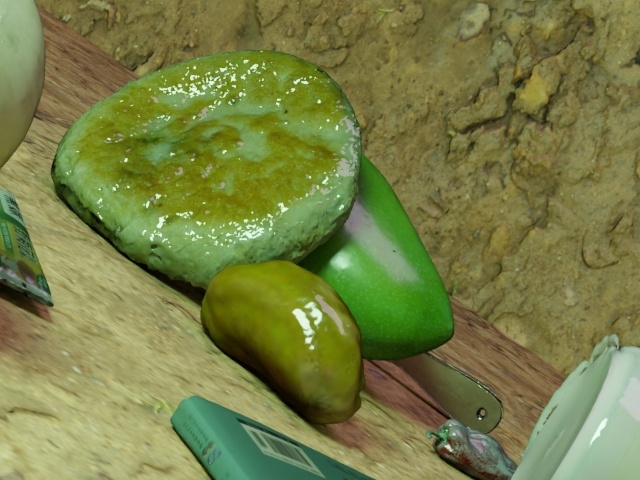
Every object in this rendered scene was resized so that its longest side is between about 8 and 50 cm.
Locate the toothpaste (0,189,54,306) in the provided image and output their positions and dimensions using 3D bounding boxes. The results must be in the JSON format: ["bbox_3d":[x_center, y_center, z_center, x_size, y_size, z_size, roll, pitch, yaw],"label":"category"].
[{"bbox_3d":[-0.235,0.001,1.135,0.049,0.031,0.204,31,9,-26],"label":"toothpaste"}]

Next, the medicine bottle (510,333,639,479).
[{"bbox_3d":[0.327,0.262,1.172,0.379,0.213,0.213,34,6,3],"label":"medicine bottle"}]

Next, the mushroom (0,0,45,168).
[{"bbox_3d":[-0.291,-0.101,0.899,0.246,0.202,0.246,11,43,-10],"label":"mushroom"}]

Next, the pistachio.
[{"bbox_3d":[-0.023,0.077,1.307,0.100,0.110,0.189,-15,40,-38],"label":"pistachio"}]

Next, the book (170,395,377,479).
[{"bbox_3d":[0.076,0.232,0.923,0.264,0.031,0.379,29,7,-32],"label":"book"}]

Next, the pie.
[{"bbox_3d":[-0.103,-0.082,1.516,0.323,0.323,0.070,37,-27,34],"label":"pie"}]

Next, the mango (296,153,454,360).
[{"bbox_3d":[0.000,0.000,1.607,0.382,0.201,0.225,42,6,36],"label":"mango"}]

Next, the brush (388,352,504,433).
[{"bbox_3d":[0.079,0.119,1.776,0.327,0.070,0.065,37,-4,18],"label":"brush"}]

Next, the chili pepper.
[{"bbox_3d":[0.162,0.217,1.498,0.153,0.041,0.050,32,48,-22],"label":"chili pepper"}]
